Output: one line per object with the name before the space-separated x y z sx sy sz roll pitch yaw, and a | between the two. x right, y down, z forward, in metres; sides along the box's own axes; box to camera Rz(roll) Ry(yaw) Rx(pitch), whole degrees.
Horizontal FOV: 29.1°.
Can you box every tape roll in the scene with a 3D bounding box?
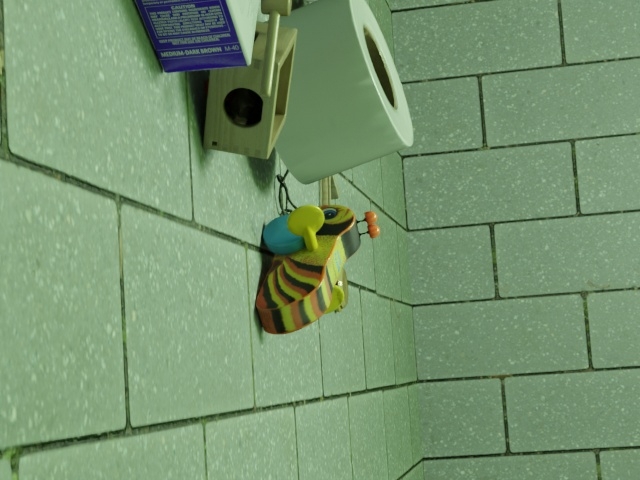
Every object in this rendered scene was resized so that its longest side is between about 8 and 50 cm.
tape roll | 0.013 -0.221 1.778 0.246 0.169 0.246 -19 90 -77

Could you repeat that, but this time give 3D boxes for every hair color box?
hair color box | -0.149 -0.355 1.262 0.339 0.110 0.185 75 16 -52

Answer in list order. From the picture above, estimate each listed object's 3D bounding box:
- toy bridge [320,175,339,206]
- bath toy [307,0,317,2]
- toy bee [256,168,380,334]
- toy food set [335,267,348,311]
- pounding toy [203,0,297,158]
toy bridge | 0.016 -0.104 2.284 0.188 0.026 0.063 -82 161 -51
bath toy | 0.002 -0.320 2.037 0.129 0.151 0.348 27 -47 60
toy bee | 0.000 0.000 1.776 0.195 0.162 0.298 63 25 -60
toy food set | 0.037 0.089 2.327 0.082 0.020 0.083 -65 148 -71
pounding toy | -0.089 -0.209 1.464 0.181 0.094 0.206 -72 172 -60
